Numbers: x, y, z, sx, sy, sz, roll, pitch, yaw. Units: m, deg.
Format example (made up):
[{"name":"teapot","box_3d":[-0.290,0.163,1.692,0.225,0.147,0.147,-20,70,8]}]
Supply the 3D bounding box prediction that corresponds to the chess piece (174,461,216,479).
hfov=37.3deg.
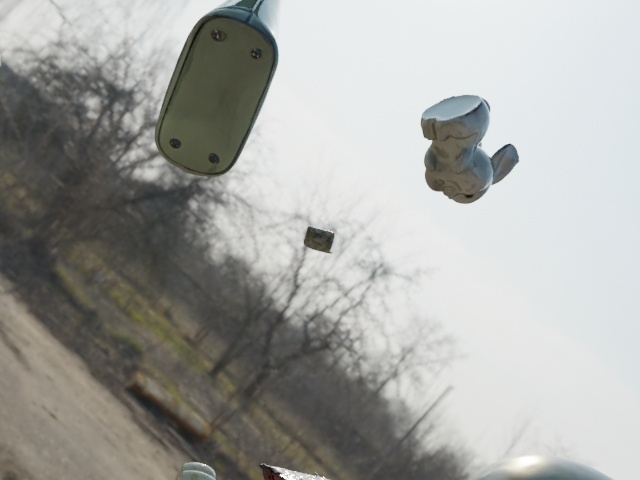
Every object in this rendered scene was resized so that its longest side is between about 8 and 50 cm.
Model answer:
[{"name":"chess piece","box_3d":[-0.168,0.421,1.123,0.117,0.117,0.397,46,22,-23]}]

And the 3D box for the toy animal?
[{"name":"toy animal","box_3d":[0.270,-0.175,1.760,0.128,0.178,0.193,7,-46,44]}]

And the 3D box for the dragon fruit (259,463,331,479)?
[{"name":"dragon fruit","box_3d":[0.067,0.528,1.751,0.282,0.100,0.344,18,0,-38]}]

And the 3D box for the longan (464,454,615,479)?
[{"name":"longan","box_3d":[0.315,0.475,1.327,0.361,0.361,0.361,42,-7,7]}]

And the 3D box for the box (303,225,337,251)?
[{"name":"box","box_3d":[0.000,0.000,1.970,0.062,0.045,0.098,15,-4,3]}]

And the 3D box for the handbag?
[{"name":"handbag","box_3d":[-0.102,-0.215,1.182,0.109,0.241,0.315,26,23,-4]}]
